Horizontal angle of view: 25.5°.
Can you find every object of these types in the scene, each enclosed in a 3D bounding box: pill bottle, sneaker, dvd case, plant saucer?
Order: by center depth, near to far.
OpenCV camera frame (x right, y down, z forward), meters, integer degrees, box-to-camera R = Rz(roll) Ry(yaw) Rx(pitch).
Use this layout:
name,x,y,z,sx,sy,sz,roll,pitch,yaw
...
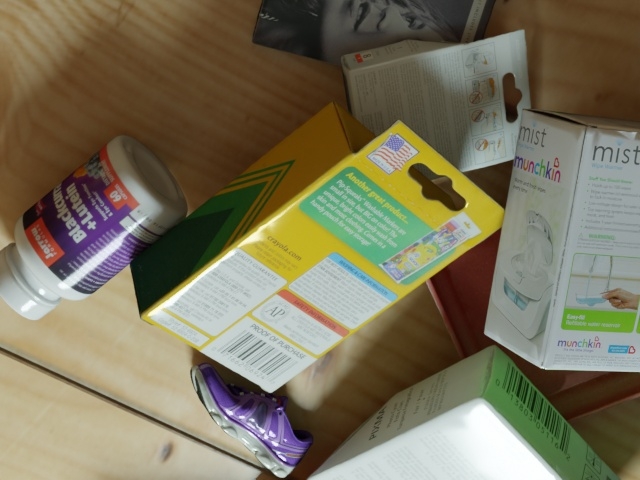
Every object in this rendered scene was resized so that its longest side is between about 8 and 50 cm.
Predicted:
name,x,y,z,sx,sy,sz,roll,pitch,yaw
dvd case,0.060,-0.243,1.383,0.221,0.018,0.165,14,112,-8
pill bottle,-0.238,-0.008,1.422,0.193,0.108,0.108,-38,108,13
plant saucer,0.263,0.063,1.499,0.259,0.048,0.258,-23,111,7
sneaker,-0.075,0.183,1.541,0.071,0.068,0.170,-46,116,0

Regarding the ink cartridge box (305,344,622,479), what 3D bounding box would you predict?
name,x,y,z,sx,sy,sz,roll,pitch,yaw
ink cartridge box,0.139,0.313,1.574,0.385,0.091,0.308,-31,112,36

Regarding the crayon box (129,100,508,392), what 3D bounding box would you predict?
name,x,y,z,sx,sy,sz,roll,pitch,yaw
crayon box,0.000,0.000,1.391,0.323,0.083,0.203,-36,135,19

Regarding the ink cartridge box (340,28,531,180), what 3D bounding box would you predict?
name,x,y,z,sx,sy,sz,roll,pitch,yaw
ink cartridge box,0.118,-0.135,1.411,0.179,0.045,0.145,-15,123,-7

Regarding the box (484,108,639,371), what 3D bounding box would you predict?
name,x,y,z,sx,sy,sz,roll,pitch,yaw
box,0.314,0.003,1.358,0.261,0.127,0.231,3,101,-23
